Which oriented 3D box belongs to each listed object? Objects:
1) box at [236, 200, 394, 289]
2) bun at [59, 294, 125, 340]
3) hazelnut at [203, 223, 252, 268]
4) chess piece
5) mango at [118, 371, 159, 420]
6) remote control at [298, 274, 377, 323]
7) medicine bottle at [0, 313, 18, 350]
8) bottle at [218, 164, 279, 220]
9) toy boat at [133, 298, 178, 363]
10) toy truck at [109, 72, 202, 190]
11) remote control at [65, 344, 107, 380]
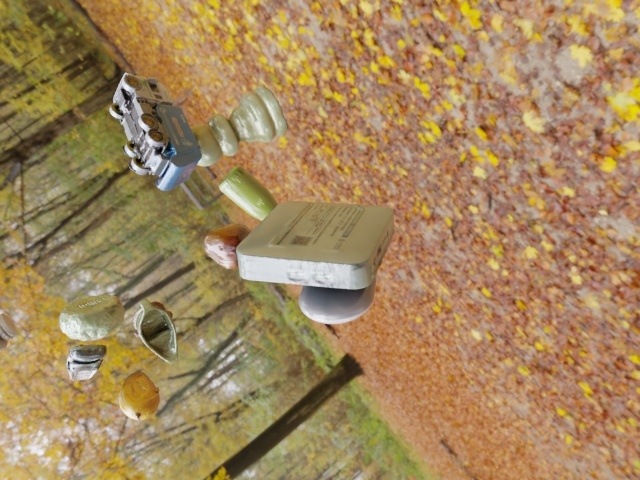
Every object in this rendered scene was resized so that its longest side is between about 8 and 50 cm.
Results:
[{"bbox_3d":[0.000,0.001,1.600,0.396,0.396,0.111,4,119,19],"label":"box"},{"bbox_3d":[-0.696,0.244,1.673,0.195,0.195,0.118,-155,55,-70],"label":"bun"},{"bbox_3d":[-0.352,0.015,2.150,0.210,0.186,0.210,40,169,10],"label":"hazelnut"},{"bbox_3d":[-0.291,-0.360,1.786,0.182,0.330,0.182,55,166,21],"label":"chess piece"},{"bbox_3d":[-0.478,0.408,1.428,0.187,0.101,0.066,-135,48,-56],"label":"mango"},{"bbox_3d":[0.056,0.135,1.617,0.332,0.220,0.104,-73,-24,-58],"label":"remote control"},{"bbox_3d":[-0.999,0.301,1.591,0.107,0.191,0.107,49,163,21],"label":"medicine bottle"},{"bbox_3d":[-0.226,-0.142,1.898,0.260,0.112,0.112,41,174,-17],"label":"bottle"},{"bbox_3d":[-0.352,0.185,1.160,0.071,0.089,0.185,37,148,46],"label":"toy boat"},{"bbox_3d":[-0.497,-0.326,1.630,0.146,0.175,0.368,-43,65,37],"label":"toy truck"},{"bbox_3d":[-0.499,0.257,1.149,0.222,0.072,0.042,-43,53,54],"label":"remote control"}]
